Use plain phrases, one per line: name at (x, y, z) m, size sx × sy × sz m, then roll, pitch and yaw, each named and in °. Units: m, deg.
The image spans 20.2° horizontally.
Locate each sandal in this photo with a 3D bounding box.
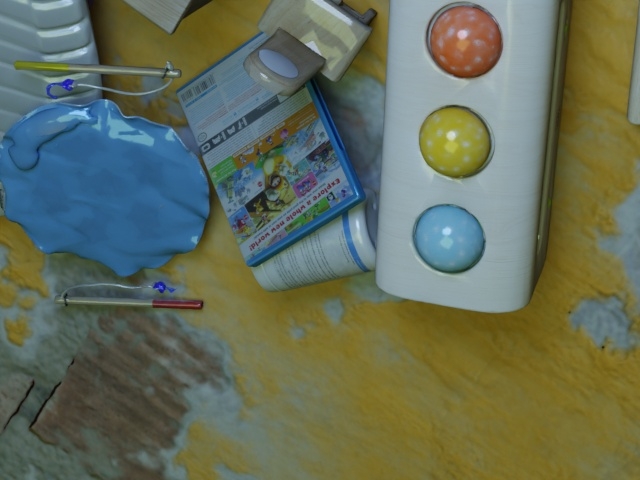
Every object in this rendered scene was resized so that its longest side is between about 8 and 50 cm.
sandal at (-0.257, -0.195, 1.472) m, size 0.169 × 0.102 × 0.416 m, roll 6°, pitch 131°, yaw -4°

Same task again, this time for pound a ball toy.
pound a ball toy at (0.151, -0.105, 1.345) m, size 0.208 × 0.136 × 0.319 m, roll 10°, pitch 116°, yaw 15°

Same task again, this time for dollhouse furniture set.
dollhouse furniture set at (-0.029, -0.329, 1.302) m, size 0.303 × 0.174 × 0.355 m, roll 36°, pitch 118°, yaw 2°

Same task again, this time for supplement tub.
supplement tub at (0.000, 0.000, 1.478) m, size 0.107 × 0.071 × 0.071 m, roll -13°, pitch 106°, yaw 22°

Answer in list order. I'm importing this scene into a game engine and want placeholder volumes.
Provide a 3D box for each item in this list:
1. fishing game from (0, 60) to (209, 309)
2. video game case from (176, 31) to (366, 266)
fishing game at (-0.183, -0.047, 1.511) m, size 0.189 × 0.041 × 0.264 m, roll 0°, pitch 130°, yaw 9°
video game case at (-0.042, -0.079, 1.453) m, size 0.119 × 0.015 × 0.166 m, roll -31°, pitch 71°, yaw 26°
